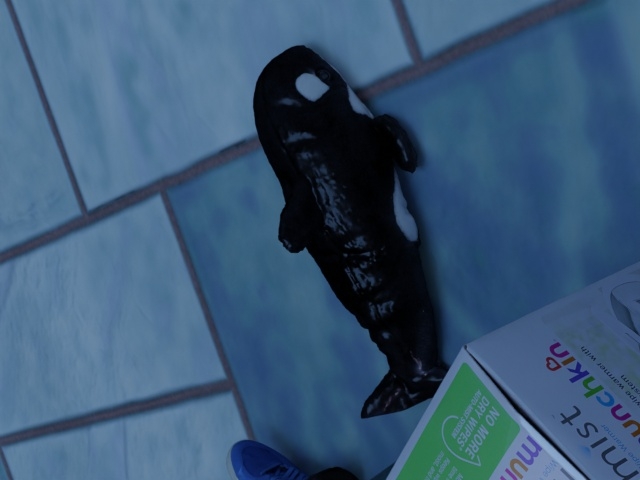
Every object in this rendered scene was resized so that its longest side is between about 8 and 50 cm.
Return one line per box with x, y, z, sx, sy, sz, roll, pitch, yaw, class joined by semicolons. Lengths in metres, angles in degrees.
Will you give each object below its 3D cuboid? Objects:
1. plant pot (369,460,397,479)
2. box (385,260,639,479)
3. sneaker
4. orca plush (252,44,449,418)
0.088;0.314;1.172;0.234;0.166;0.165;36;131;26;plant pot
0.152;0.155;0.972;0.127;0.231;0.262;48;137;24;box
-0.013;0.205;1.315;0.152;0.058;0.084;44;140;22;sneaker
0.000;0.000;1.181;0.151;0.102;0.287;-1;105;49;orca plush
